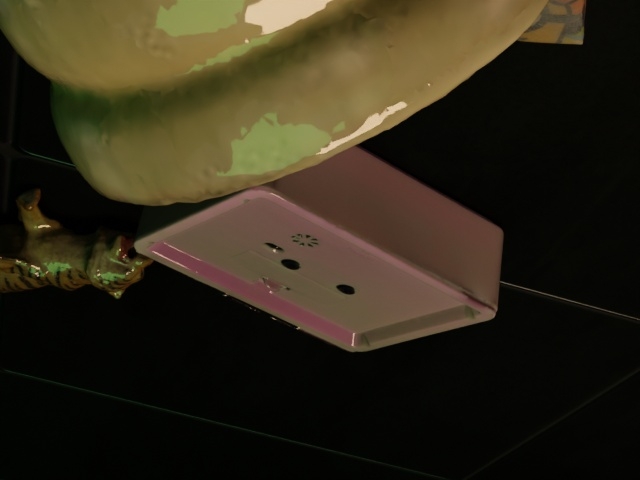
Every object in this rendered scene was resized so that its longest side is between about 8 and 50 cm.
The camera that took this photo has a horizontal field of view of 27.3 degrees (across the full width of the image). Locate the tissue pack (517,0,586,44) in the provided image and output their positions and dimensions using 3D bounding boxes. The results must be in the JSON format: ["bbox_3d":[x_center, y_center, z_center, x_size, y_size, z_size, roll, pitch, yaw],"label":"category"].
[{"bbox_3d":[0.087,-0.122,0.583,0.063,0.035,0.083,6,155,14],"label":"tissue pack"}]

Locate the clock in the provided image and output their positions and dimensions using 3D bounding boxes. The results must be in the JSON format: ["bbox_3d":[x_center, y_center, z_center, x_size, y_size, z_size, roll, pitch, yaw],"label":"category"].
[{"bbox_3d":[0.000,0.000,0.844,0.197,0.063,0.150,27,151,-30],"label":"clock"}]

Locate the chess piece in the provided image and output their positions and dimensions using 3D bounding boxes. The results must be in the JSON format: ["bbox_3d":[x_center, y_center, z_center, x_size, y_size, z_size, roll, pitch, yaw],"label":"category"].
[{"bbox_3d":[-0.063,-0.170,0.342,0.167,0.167,0.300,-8,125,34],"label":"chess piece"}]

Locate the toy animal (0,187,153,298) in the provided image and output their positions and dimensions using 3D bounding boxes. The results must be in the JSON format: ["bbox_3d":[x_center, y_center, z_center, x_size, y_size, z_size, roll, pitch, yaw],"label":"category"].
[{"bbox_3d":[-0.237,0.011,0.972,0.241,0.057,0.099,-4,151,28],"label":"toy animal"}]
